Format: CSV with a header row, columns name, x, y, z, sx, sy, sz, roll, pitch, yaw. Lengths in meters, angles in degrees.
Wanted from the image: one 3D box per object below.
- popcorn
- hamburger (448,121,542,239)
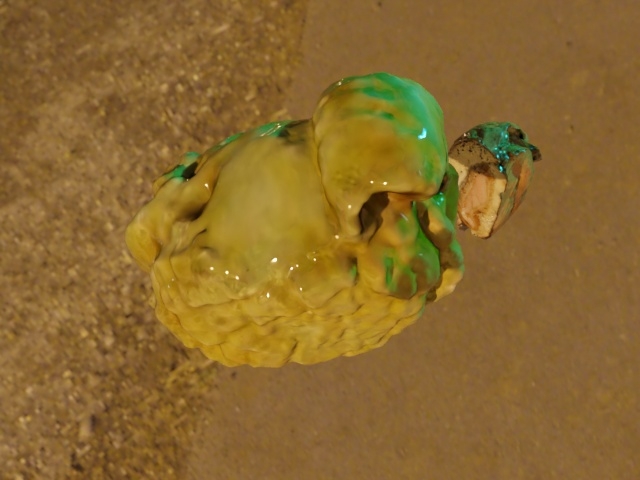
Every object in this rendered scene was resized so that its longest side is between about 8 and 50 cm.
name,x,y,z,sx,sy,sz,roll,pitch,yaw
popcorn,0.000,0.000,0.880,0.286,0.225,0.174,-27,53,24
hamburger,0.193,-0.085,1.238,0.087,0.176,0.102,35,66,21
